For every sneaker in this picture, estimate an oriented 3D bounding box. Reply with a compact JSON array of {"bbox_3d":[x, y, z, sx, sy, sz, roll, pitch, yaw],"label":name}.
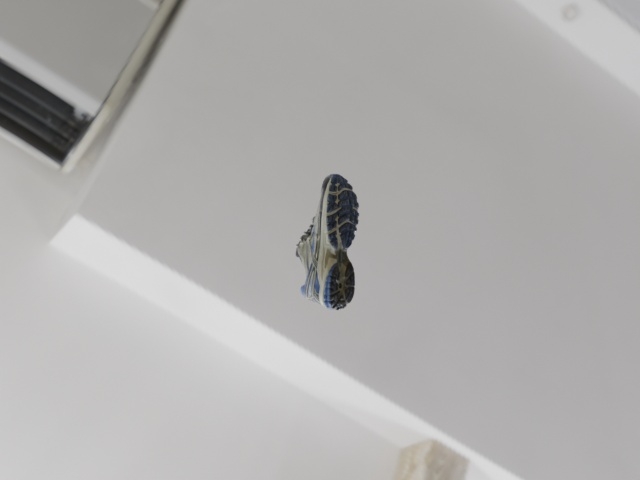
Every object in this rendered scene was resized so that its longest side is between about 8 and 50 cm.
[{"bbox_3d":[0.000,0.000,1.055,0.052,0.058,0.135,2,-87,-52],"label":"sneaker"}]
